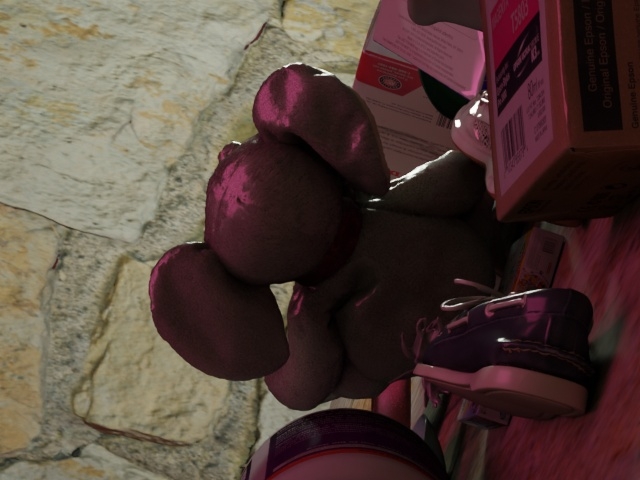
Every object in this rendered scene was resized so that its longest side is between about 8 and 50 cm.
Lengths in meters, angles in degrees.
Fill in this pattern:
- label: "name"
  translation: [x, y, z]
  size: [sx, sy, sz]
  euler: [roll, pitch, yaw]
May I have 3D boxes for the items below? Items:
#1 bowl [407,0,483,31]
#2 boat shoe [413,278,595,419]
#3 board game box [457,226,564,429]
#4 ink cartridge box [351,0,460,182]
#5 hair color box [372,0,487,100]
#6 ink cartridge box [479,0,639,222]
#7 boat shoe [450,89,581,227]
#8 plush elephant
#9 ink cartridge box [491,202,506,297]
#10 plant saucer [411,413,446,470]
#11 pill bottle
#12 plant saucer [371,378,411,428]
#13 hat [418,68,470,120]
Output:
- label: "bowl"
  translation: [0.193, -0.267, 1.415]
  size: [0.298, 0.134, 0.298]
  euler: [-59, -10, -17]
- label: "boat shoe"
  translation: [0.122, 0.070, 1.258]
  size: [0.254, 0.095, 0.079]
  euler: [131, 155, -82]
- label: "board game box"
  translation: [0.150, 0.072, 1.501]
  size: [0.103, 0.026, 0.154]
  euler: [116, 172, -81]
- label: "ink cartridge box"
  translation: [0.123, -0.163, 2.236]
  size: [0.237, 0.172, 0.100]
  euler: [105, -177, -58]
- label: "hair color box"
  translation: [0.174, -0.314, 1.772]
  size: [0.185, 0.110, 0.339]
  euler: [39, 123, 49]
- label: "ink cartridge box"
  translation: [0.164, -0.126, 1.195]
  size: [0.235, 0.088, 0.193]
  euler: [114, 153, -78]
- label: "boat shoe"
  translation: [0.172, -0.091, 1.501]
  size: [0.277, 0.098, 0.096]
  euler: [-110, 38, -73]
- label: "plush elephant"
  translation: [0.000, 0.000, 1.556]
  size: [0.272, 0.255, 0.330]
  euler: [-50, 13, 5]
- label: "ink cartridge box"
  translation: [0.151, -0.022, 1.820]
  size: [0.239, 0.060, 0.275]
  euler: [-46, 12, 16]
- label: "plant saucer"
  translation: [0.079, 0.253, 1.695]
  size: [0.195, 0.037, 0.195]
  euler: [-161, 90, -88]
- label: "pill bottle"
  translation: [0.020, 0.227, 1.423]
  size: [0.323, 0.181, 0.182]
  euler: [-91, 19, -86]
- label: "plant saucer"
  translation: [0.071, 0.165, 1.936]
  size: [0.198, 0.036, 0.199]
  euler: [2, -90, -90]
- label: "hat"
  translation: [0.218, -0.201, 1.965]
  size: [0.208, 0.183, 0.173]
  euler: [37, -107, -48]
